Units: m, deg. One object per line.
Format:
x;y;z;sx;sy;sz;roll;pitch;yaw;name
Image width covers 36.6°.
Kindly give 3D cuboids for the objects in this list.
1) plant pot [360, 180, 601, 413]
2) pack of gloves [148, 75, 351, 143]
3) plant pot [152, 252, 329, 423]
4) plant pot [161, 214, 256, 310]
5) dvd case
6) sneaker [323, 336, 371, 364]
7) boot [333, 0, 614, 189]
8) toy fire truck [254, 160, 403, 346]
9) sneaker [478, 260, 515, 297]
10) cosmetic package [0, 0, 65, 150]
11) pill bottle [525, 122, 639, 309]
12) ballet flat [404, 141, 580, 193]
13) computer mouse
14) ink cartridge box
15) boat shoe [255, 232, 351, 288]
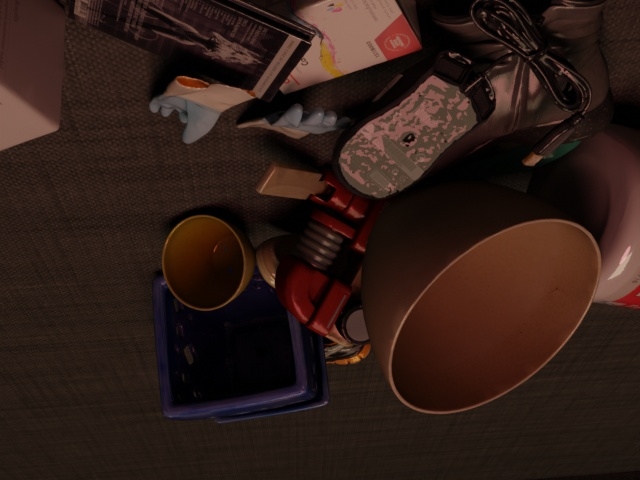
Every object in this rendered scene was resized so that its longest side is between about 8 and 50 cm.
0.160;0.037;1.155;0.284;0.191;0.284;-18;134;-19;plant pot
-0.085;-0.124;1.064;0.195;0.046;0.232;11;178;-18;pack of gloves
-0.113;0.168;1.545;0.236;0.236;0.212;-13;159;14;plant pot
-0.146;0.029;1.390;0.134;0.134;0.095;-18;175;23;plant pot
-0.128;-0.206;0.919;0.221;0.018;0.164;22;164;-12;dvd case
-0.019;0.190;1.770;0.215;0.084;0.083;-17;138;15;sneaker
0.148;-0.183;1.058;0.338;0.118;0.222;-18;144;11;boot
0.000;0.000;1.270;0.246;0.217;0.158;30;180;-16;toy fire truck
0.163;0.042;1.367;0.283;0.124;0.107;-23;167;37;sneaker
-0.353;-0.183;0.893;0.151;0.151;0.184;-16;150;21;cosmetic package
0.495;-0.013;1.290;0.408;0.229;0.229;9;150;-25;pill bottle
0.202;-0.120;1.198;0.247;0.083;0.087;-18;136;20;ballet flat
0.147;-0.124;1.007;0.184;0.060;0.262;34;118;-22;computer mouse
-0.011;-0.217;0.977;0.198;0.067;0.115;-15;150;21;ink cartridge box
0.046;0.026;1.428;0.302;0.109;0.098;7;146;-35;boat shoe
